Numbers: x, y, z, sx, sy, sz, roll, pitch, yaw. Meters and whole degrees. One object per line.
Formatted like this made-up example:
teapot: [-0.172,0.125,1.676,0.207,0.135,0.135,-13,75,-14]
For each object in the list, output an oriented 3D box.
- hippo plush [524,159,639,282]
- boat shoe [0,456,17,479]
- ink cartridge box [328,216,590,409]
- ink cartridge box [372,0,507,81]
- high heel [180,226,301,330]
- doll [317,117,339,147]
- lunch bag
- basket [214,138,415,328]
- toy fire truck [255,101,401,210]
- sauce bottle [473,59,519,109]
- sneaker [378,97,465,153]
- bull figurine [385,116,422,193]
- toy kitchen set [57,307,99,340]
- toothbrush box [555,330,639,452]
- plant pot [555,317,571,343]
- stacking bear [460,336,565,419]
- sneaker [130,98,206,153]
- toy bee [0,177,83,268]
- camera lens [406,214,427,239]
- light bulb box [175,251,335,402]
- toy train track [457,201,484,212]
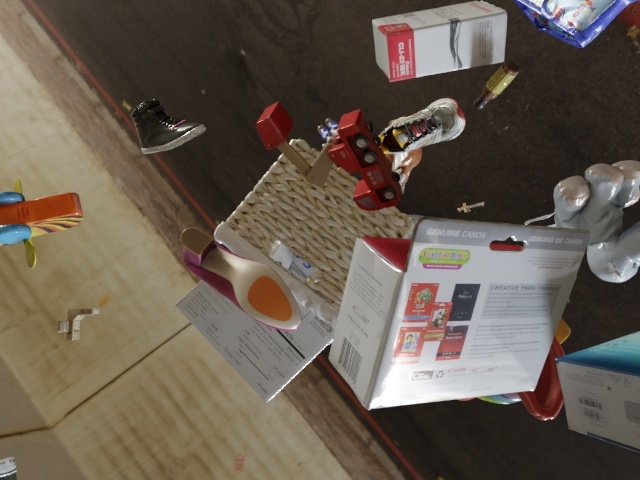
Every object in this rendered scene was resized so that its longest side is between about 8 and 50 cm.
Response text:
hippo plush: [0.660,-0.024,1.207,0.234,0.294,0.236,17,-134,-48]
boat shoe: [-0.576,0.391,0.766,0.078,0.220,0.070,-32,68,57]
ink cartridge box: [0.199,0.083,0.749,0.130,0.310,0.271,43,125,58]
ink cartridge box: [0.277,-0.481,1.234,0.197,0.273,0.114,-98,-3,-58]
high heel: [-0.132,0.076,0.852,0.244,0.082,0.117,32,158,9]
doll: [0.054,-0.354,1.718,0.046,0.129,0.189,43,-171,-36]
lunch bag: [0.534,-0.498,0.993,0.138,0.221,0.293,31,-153,-27]
basket: [0.000,0.000,1.137,0.328,0.266,0.331,37,176,6]
toy fire truck: [0.016,-0.112,0.705,0.135,0.047,0.192,-15,125,28]
sauce bottle: [0.397,-0.352,1.177,0.042,0.042,0.128,51,146,7]
sneaker: [0.210,-0.230,1.099,0.225,0.093,0.088,-17,104,54]
bull figurine: [0.221,-0.230,1.431,0.101,0.188,0.310,24,-171,14]
toy kitchen set: [-0.636,0.220,1.355,0.068,0.075,0.083,40,-132,-78]
toothbrush box: [0.570,0.223,0.812,0.216,0.296,0.126,170,89,-68]
plant pot: [0.678,0.269,1.707,0.187,0.205,0.205,55,159,7]
stacking bear: [0.356,0.273,1.092,0.175,0.164,0.289,40,153,-1]
sneaker: [-0.464,-0.349,1.526,0.296,0.105,0.146,-1,117,41]
toy bee: [-0.675,-0.042,1.114,0.162,0.299,0.195,139,138,-62]
camera lens: [0.239,0.051,1.598,0.219,0.219,0.274,53,157,0]
light bulb box: [-0.129,0.177,1.437,0.358,0.361,0.225,47,178,1]
toy train track: [0.486,-0.106,1.662,0.084,0.048,0.014,-15,127,19]
